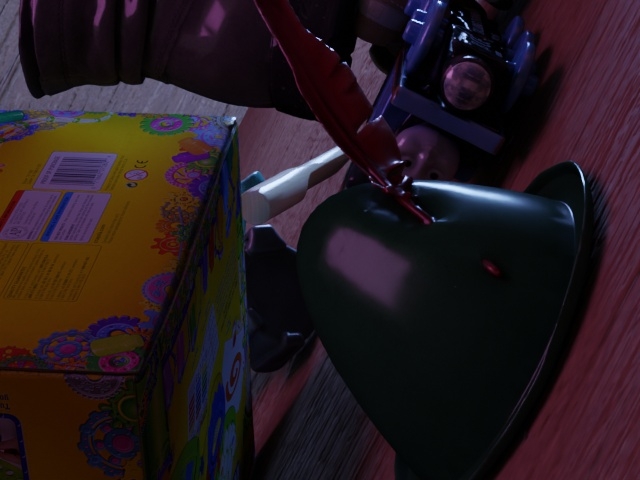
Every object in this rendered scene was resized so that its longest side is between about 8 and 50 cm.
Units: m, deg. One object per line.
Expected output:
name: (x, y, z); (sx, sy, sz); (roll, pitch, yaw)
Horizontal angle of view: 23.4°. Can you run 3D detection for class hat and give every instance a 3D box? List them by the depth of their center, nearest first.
hat: (0.000, 0.000, 0.687); (0.173, 0.183, 0.208); (-60, 9, 22)

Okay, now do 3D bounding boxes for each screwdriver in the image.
screwdriver: (0.060, -0.101, 1.224); (0.025, 0.024, 0.170); (-6, 44, 44)

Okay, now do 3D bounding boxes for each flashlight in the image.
flashlight: (-0.087, 0.101, 1.240); (0.304, 0.103, 0.103); (-41, 18, 57)

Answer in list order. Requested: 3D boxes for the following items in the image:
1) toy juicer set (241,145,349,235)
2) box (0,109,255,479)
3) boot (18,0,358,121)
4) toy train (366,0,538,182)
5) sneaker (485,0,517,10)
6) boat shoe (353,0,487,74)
toy juicer set: (-0.124, 0.006, 1.300); (0.329, 0.089, 0.209); (-41, -4, 9)
box: (-0.150, 0.108, 0.942); (0.290, 0.177, 0.279); (-77, -13, -59)
boot: (-0.070, -0.238, 1.022); (0.118, 0.223, 0.338); (82, -160, -59)
toy train: (0.072, -0.083, 0.881); (0.184, 0.080, 0.105); (-78, 13, -73)
sneaker: (0.126, -0.264, 1.093); (0.162, 0.106, 0.281); (-56, 20, 12)
boat shoe: (0.057, -0.144, 1.026); (0.072, 0.068, 0.190); (-64, -20, 7)
